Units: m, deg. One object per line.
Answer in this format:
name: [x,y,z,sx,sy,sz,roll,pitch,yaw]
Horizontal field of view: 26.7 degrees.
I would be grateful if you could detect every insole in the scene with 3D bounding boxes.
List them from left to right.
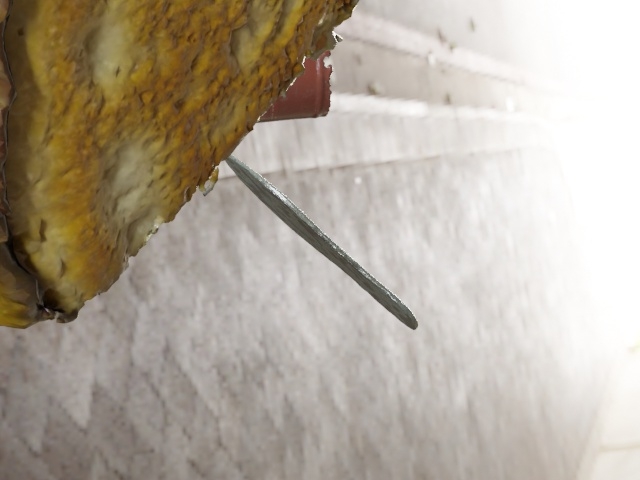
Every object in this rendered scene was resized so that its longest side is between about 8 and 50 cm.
insole: [0.000,0.000,1.005,0.193,0.006,0.065,41,-10,9]

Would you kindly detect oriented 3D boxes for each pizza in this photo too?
pizza: [-0.064,-0.123,0.544,0.287,0.074,0.251,-50,157,-27]

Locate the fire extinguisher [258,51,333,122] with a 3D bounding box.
fire extinguisher: [-0.156,-0.148,1.338,0.147,0.337,0.106,-113,-161,-53]
